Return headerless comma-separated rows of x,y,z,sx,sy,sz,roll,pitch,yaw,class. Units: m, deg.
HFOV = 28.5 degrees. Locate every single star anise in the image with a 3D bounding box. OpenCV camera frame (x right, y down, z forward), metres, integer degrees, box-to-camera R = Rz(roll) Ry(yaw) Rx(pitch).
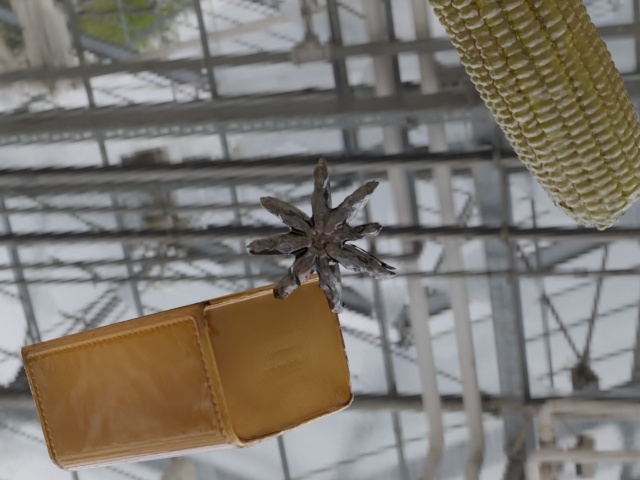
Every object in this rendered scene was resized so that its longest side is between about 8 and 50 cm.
-0.002,0.001,1.108,0.141,0.141,0.042,-5,-176,10,star anise

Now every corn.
0.206,-0.168,1.183,0.131,0.344,0.131,-30,-162,11,corn

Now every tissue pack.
-0.131,0.134,1.266,0.274,0.145,0.194,-14,-179,41,tissue pack
